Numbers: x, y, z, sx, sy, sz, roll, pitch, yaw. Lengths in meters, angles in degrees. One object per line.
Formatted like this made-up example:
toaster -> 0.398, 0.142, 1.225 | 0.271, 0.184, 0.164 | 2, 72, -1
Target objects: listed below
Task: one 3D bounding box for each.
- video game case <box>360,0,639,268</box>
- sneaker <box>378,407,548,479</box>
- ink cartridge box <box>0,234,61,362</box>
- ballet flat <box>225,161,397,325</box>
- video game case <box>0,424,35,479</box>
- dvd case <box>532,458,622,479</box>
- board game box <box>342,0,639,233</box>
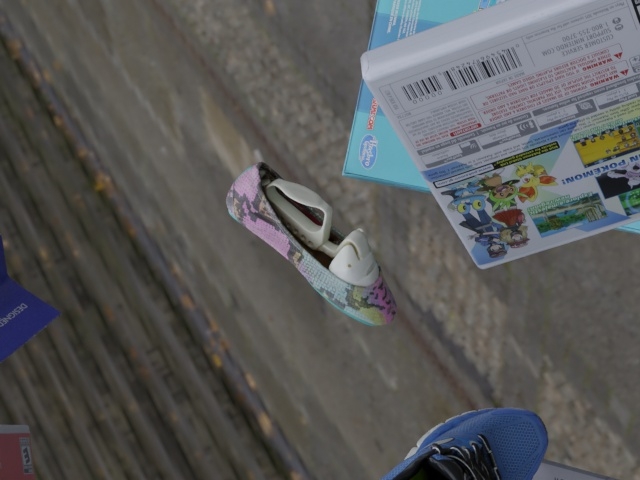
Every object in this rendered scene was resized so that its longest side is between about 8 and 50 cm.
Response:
video game case -> 0.241, -0.112, 1.169 | 0.300, 0.329, 0.036 | 53, -156, -47
sneaker -> 0.135, 0.267, 1.404 | 0.147, 0.330, 0.130 | -32, 86, 53
ink cartridge box -> -0.457, 0.049, 1.284 | 0.307, 0.303, 0.072 | 27, 129, 16
ballet flat -> 0.000, 0.000, 1.410 | 0.221, 0.077, 0.079 | 40, 129, 4
video game case -> -0.298, 0.311, 1.238 | 0.204, 0.025, 0.285 | 38, -137, -77
dvd case -> 0.338, 0.396, 1.732 | 0.238, 0.179, 0.029 | -72, -3, -46
board game box -> 0.215, -0.159, 1.451 | 0.079, 0.336, 0.254 | 4, -82, -75
